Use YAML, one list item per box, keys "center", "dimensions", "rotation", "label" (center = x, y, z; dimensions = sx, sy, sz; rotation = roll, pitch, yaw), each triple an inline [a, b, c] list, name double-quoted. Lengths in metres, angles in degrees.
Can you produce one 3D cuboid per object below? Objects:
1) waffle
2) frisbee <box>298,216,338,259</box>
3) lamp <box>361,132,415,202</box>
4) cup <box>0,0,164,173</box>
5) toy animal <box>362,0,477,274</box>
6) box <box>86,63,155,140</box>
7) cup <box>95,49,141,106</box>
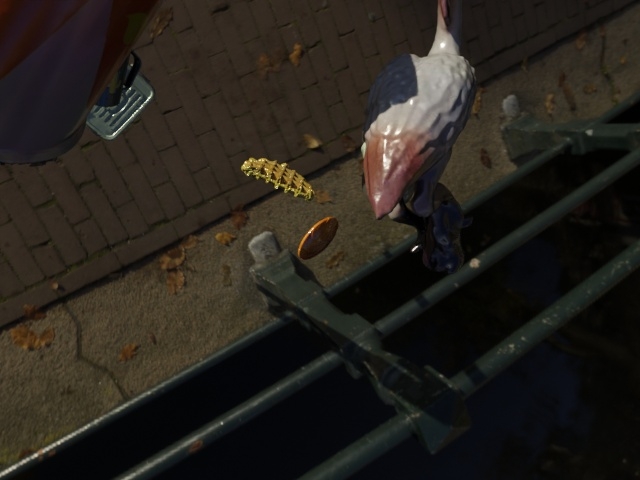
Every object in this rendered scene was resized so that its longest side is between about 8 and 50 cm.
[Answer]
- center: [-0.117, -0.168, 1.395]
  dimensions: [0.191, 0.161, 0.046]
  rotation: [4, 127, -40]
  label: "waffle"
- center: [0.000, 0.000, 1.842]
  dimensions: [0.192, 0.035, 0.192]
  rotation: [-37, 153, -22]
  label: "frisbee"
- center: [0.210, -0.237, 1.777]
  dimensions: [0.181, 0.314, 0.182]
  rotation: [-11, 135, -12]
  label: "lamp"
- center: [-0.175, -0.210, 0.344]
  dimensions: [0.288, 0.203, 0.203]
  rotation: [-35, 118, 27]
  label: "cup"
- center: [0.098, -0.130, 0.472]
  dimensions: [0.195, 0.090, 0.325]
  rotation: [-11, 106, -61]
  label: "toy animal"
- center: [-0.662, -0.457, 1.636]
  dimensions: [0.243, 0.135, 0.163]
  rotation: [-47, 129, 0]
  label: "box"
- center: [-0.574, -0.458, 1.396]
  dimensions: [0.176, 0.131, 0.155]
  rotation: [-19, 141, -48]
  label: "cup"
